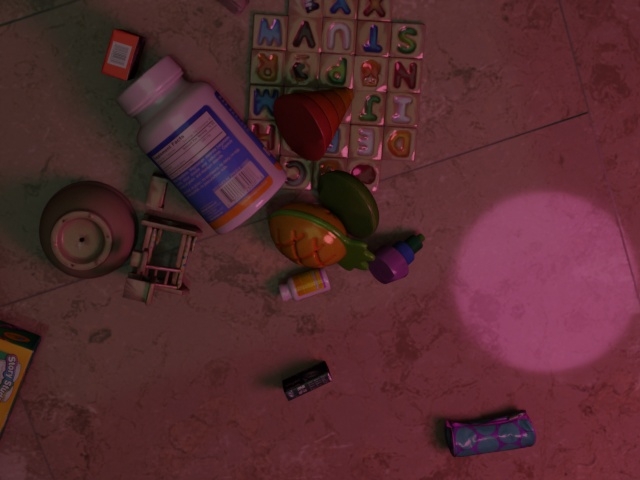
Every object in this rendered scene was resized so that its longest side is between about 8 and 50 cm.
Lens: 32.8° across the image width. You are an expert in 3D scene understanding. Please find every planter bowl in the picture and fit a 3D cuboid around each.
[{"bbox_3d":[-0.379,-0.009,1.758,0.162,0.109,0.162,-1,101,-5],"label":"planter bowl"}]

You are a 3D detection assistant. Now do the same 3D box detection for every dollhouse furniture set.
[{"bbox_3d":[-0.243,0.000,1.743,0.101,0.161,0.182,13,100,-7],"label":"dollhouse furniture set"}]

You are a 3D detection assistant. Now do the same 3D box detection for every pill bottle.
[{"bbox_3d":[-0.027,0.076,1.835,0.083,0.043,0.043,-19,102,-2],"label":"pill bottle"},{"bbox_3d":[-0.193,-0.155,1.724,0.152,0.152,0.272,-41,100,3],"label":"pill bottle"}]

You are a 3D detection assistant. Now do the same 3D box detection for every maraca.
[{"bbox_3d":[0.000,0.000,1.787,0.185,0.127,0.099,24,67,-2],"label":"maraca"}]

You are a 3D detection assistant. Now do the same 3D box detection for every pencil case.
[{"bbox_3d":[0.295,0.337,1.901,0.151,0.064,0.070,-9,117,-4],"label":"pencil case"}]

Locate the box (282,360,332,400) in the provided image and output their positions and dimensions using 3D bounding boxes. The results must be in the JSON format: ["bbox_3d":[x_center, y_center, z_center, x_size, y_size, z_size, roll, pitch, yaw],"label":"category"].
[{"bbox_3d":[-0.023,0.239,1.855,0.083,0.067,0.018,-25,101,1],"label":"box"}]

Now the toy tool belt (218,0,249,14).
[{"bbox_3d":[-0.146,-0.405,1.738,0.083,0.052,0.051,39,64,-13],"label":"toy tool belt"}]

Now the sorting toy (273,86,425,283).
[{"bbox_3d":[0.068,-0.108,1.786,0.126,0.127,0.365,-39,106,-27],"label":"sorting toy"}]

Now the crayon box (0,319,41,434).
[{"bbox_3d":[-0.594,0.263,1.804,0.165,0.081,0.278,23,98,-9],"label":"crayon box"}]

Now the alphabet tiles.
[{"bbox_3d":[0.025,-0.250,1.795,0.285,0.011,0.342,3,101,-6],"label":"alphabet tiles"}]

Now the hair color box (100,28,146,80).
[{"bbox_3d":[-0.305,-0.290,1.694,0.043,0.141,0.072,17,99,-8],"label":"hair color box"}]
